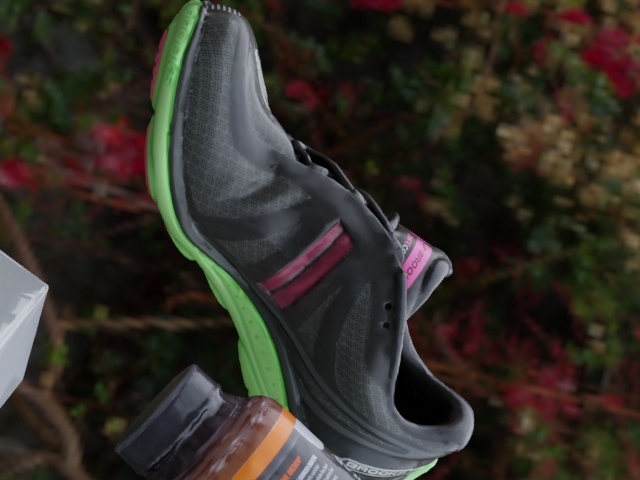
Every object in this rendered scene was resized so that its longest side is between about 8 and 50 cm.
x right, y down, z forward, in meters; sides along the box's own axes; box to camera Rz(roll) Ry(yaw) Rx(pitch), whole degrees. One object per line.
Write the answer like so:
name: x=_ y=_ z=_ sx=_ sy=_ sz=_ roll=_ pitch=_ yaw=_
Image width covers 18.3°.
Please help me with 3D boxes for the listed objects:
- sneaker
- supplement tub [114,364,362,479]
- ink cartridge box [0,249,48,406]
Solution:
sneaker: x=0.000 y=0.000 z=1.675 sx=0.202 sy=0.482 sz=0.185 roll=-14 pitch=-151 yaw=19
supplement tub: x=-0.026 y=0.163 z=1.164 sx=0.106 sy=0.198 sz=0.106 roll=-45 pitch=-174 yaw=6
ink cartridge box: x=-0.378 y=0.041 z=1.687 sx=0.114 sy=0.273 sz=0.197 roll=-50 pitch=173 yaw=-31
